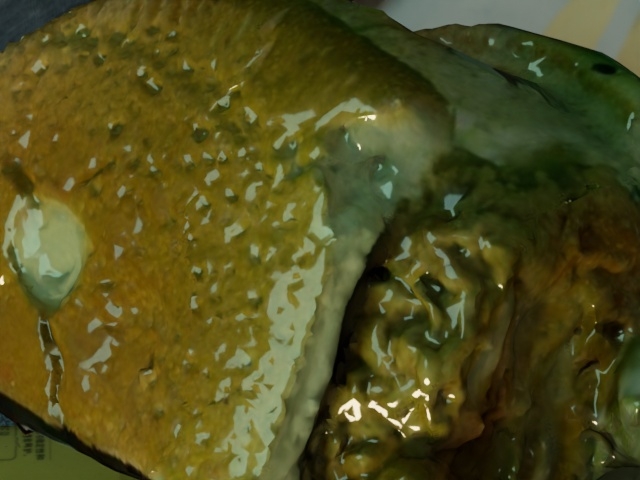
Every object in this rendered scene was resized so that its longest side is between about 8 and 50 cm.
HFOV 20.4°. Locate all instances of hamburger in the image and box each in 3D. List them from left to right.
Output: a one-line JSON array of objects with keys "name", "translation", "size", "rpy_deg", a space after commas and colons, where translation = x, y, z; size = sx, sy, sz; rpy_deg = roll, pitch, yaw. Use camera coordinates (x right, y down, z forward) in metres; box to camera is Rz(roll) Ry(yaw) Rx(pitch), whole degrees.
[{"name": "hamburger", "translation": [0.000, 0.000, 0.606], "size": [0.288, 0.167, 0.192], "rpy_deg": [23, 89, 38]}]

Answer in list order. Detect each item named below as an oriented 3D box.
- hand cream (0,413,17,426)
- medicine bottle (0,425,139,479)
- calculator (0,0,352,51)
[{"name": "hand cream", "translation": [-0.105, 0.066, 0.773], "size": [0.270, 0.061, 0.120], "rpy_deg": [-45, 52, 17]}, {"name": "medicine bottle", "translation": [-0.149, 0.128, 0.675], "size": [0.124, 0.239, 0.124], "rpy_deg": [-178, 90, -81]}, {"name": "calculator", "translation": [-0.085, -0.122, 0.773], "size": [0.261, 0.021, 0.161], "rpy_deg": [-27, 56, 9]}]
